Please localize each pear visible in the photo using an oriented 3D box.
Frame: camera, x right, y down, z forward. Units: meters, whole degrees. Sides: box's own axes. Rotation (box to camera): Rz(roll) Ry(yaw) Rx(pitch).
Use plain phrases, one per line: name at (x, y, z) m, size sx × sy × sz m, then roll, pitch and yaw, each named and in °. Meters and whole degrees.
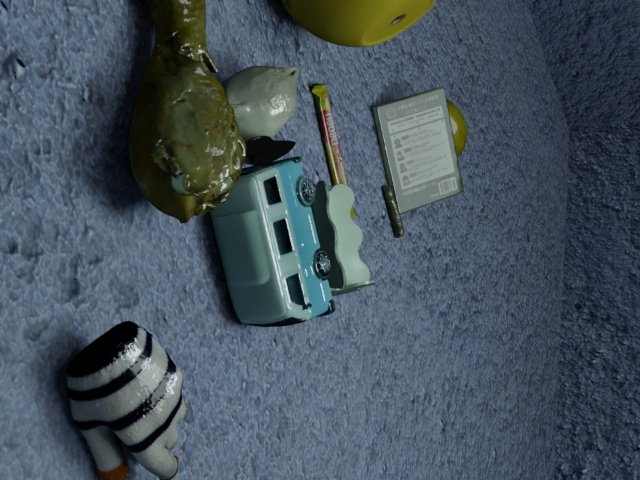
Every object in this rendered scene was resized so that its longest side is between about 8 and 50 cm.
pear at (0.294, -0.274, 2.285) m, size 0.149 × 0.149 × 0.162 m, roll -45°, pitch 120°, yaw -58°

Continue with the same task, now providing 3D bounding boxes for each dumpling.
dumpling at (-0.112, -0.207, 1.500) m, size 0.215 × 0.126 × 0.166 m, roll -74°, pitch -177°, yaw -46°

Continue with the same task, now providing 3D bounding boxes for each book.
book at (0.237, -0.215, 2.167) m, size 0.202 × 0.027 × 0.264 m, roll -20°, pitch 104°, yaw -24°

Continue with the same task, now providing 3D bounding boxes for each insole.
insole at (-0.092, -0.151, 1.514) m, size 0.005 × 0.086 × 0.253 m, roll 63°, pitch 9°, yaw 4°

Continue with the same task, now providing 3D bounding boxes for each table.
table at (0.000, 0.000, 1.636) m, size 0.166 × 0.167 × 0.198 m, roll 2°, pitch 74°, yaw -63°

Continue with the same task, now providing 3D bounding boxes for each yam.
yam at (0.170, -0.069, 2.122) m, size 0.033 × 0.027 × 0.129 m, roll -53°, pitch 129°, yaw -56°

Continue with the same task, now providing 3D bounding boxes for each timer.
timer at (0.049, -0.568, 1.703) m, size 0.386 × 0.376 × 0.376 m, roll 62°, pitch 25°, yaw 9°

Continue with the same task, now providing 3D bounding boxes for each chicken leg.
chicken leg at (-0.201, -0.225, 1.299) m, size 0.201 × 0.153 × 0.429 m, roll 17°, pitch 61°, yaw -53°

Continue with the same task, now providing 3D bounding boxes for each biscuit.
biscuit at (0.025, -0.180, 1.863) m, size 0.048 × 0.026 × 0.291 m, roll -24°, pitch 106°, yaw -42°

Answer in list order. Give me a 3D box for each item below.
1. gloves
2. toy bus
gloves at (-0.226, 0.219, 1.151) m, size 0.218 × 0.131 × 0.140 m, roll 60°, pitch 36°, yaw -21°
toy bus at (-0.085, 0.014, 1.476) m, size 0.165 × 0.133 × 0.271 m, roll -24°, pitch 103°, yaw -57°
